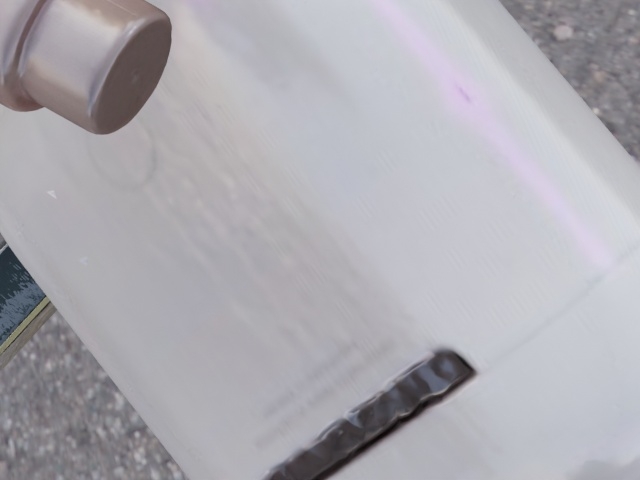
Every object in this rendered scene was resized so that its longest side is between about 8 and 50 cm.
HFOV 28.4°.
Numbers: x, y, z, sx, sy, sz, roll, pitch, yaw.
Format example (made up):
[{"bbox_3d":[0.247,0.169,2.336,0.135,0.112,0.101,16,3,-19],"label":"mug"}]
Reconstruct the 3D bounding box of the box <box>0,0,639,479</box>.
[{"bbox_3d":[-0.001,0.000,0.602,0.349,0.141,0.289,51,127,4],"label":"box"}]

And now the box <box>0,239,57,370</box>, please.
[{"bbox_3d":[-0.351,0.056,1.466,0.090,0.144,0.201,43,84,-2],"label":"box"}]

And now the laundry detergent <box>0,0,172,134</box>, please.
[{"bbox_3d":[-0.174,-0.071,0.393,0.237,0.076,0.171,31,88,13],"label":"laundry detergent"}]
